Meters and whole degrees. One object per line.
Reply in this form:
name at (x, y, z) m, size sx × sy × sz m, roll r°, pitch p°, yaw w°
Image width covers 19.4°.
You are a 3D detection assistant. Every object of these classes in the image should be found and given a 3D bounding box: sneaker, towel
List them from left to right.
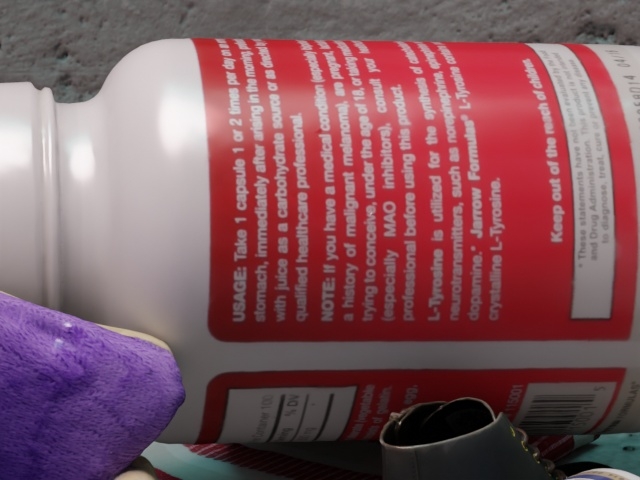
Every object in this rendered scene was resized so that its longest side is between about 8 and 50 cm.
towel at (-0.004, 0.139, 1.194) m, size 0.237 × 0.037 × 0.329 m, roll 9°, pitch 16°, yaw 39°
sneaker at (0.110, 0.132, 1.006) m, size 0.083 × 0.118 × 0.222 m, roll 6°, pitch 15°, yaw 35°

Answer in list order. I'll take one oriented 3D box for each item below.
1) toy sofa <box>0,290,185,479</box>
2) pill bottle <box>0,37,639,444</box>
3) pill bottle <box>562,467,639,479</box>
toy sofa at (-0.242, 0.079, 0.854) m, size 0.362 × 0.177 × 0.150 m, roll 26°, pitch 7°, yaw -12°
pill bottle at (0.000, 0.000, 1.061) m, size 0.407 × 0.229 × 0.229 m, roll 0°, pitch 12°, yaw -10°
pill bottle at (0.095, 0.173, 0.879) m, size 0.094 × 0.094 × 0.169 m, roll 9°, pitch 17°, yaw 43°
